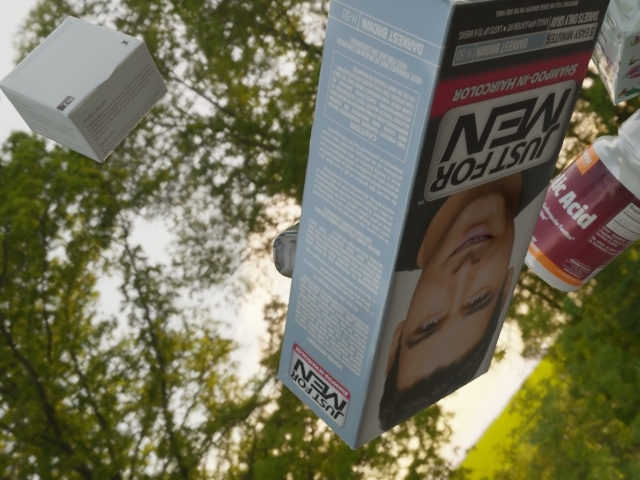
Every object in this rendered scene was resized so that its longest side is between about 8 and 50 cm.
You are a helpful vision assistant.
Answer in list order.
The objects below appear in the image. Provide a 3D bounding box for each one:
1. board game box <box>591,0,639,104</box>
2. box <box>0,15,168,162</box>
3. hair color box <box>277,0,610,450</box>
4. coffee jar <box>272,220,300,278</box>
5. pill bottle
[{"bbox_3d":[0.587,-0.437,1.534,0.097,0.224,0.303,-23,-19,10],"label":"board game box"},{"bbox_3d":[-0.387,-0.251,1.271,0.181,0.182,0.119,-53,-30,-23],"label":"box"},{"bbox_3d":[0.086,-0.029,0.628,0.185,0.113,0.375,-19,-48,-37],"label":"hair color box"},{"bbox_3d":[0.000,0.000,1.220,0.184,0.096,0.079,-42,-45,-64],"label":"coffee jar"},{"bbox_3d":[0.626,-0.087,1.707,0.392,0.224,0.224,-49,-14,30],"label":"pill bottle"}]
